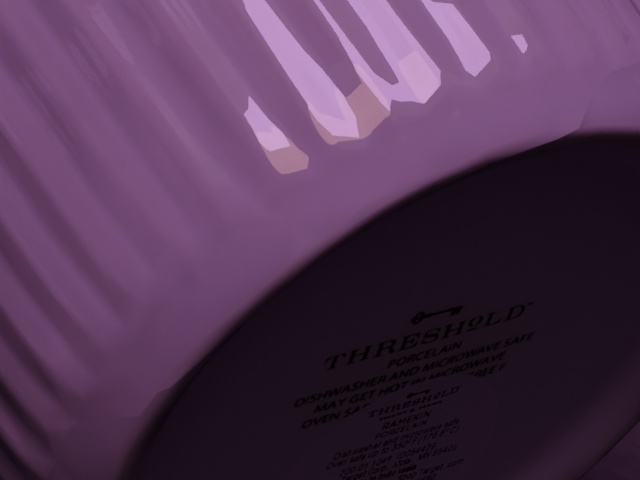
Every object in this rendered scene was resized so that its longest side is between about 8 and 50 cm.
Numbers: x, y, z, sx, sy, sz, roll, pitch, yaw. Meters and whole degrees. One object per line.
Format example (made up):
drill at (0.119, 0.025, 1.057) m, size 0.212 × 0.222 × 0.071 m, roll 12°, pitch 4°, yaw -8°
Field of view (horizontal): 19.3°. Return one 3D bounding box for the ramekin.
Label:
ramekin at (0.000, 0.000, 0.437) m, size 0.207 × 0.207 × 0.109 m, roll -15°, pitch 52°, yaw -30°
